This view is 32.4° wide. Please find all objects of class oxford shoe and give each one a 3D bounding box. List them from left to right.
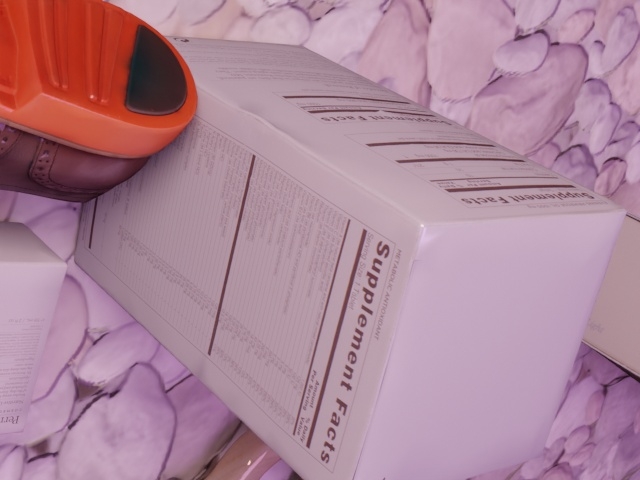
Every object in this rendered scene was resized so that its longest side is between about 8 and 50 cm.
[{"bbox_3d":[-0.188,-0.070,0.448,0.271,0.097,0.098,19,136,-32],"label":"oxford shoe"}]

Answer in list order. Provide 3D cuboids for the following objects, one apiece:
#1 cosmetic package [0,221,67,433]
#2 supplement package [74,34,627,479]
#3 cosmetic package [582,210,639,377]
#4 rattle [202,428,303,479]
[{"bbox_3d":[-0.241,0.040,0.490,0.239,0.060,0.099,4,110,-43],"label":"cosmetic package"},{"bbox_3d":[0.000,0.000,0.547,0.133,0.244,0.139,-5,118,-40],"label":"supplement package"},{"bbox_3d":[0.333,0.093,0.969,0.309,0.160,0.113,30,94,-46],"label":"cosmetic package"},{"bbox_3d":[-0.033,0.208,0.731,0.199,0.143,0.130,-23,147,-38],"label":"rattle"}]
